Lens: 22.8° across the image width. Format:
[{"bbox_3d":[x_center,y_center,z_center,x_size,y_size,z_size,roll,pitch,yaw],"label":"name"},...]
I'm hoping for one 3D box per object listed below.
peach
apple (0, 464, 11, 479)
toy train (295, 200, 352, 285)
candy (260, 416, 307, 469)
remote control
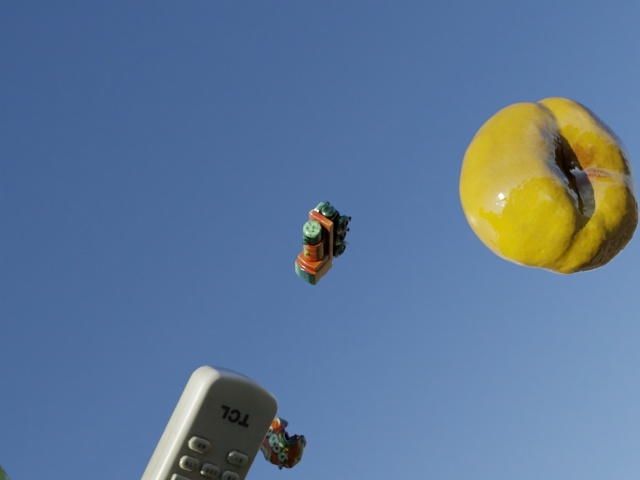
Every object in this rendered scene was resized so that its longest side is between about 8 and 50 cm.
[{"bbox_3d":[0.212,-0.051,1.464,0.179,0.179,0.103,-15,-15,-32],"label":"peach"},{"bbox_3d":[-0.350,0.267,1.296,0.246,0.226,0.246,-41,-15,-14],"label":"apple"},{"bbox_3d":[0.000,0.000,1.819,0.064,0.044,0.103,-44,-22,-25],"label":"toy train"},{"bbox_3d":[-0.040,0.222,1.689,0.049,0.056,0.185,-23,-11,-5],"label":"candy"},{"bbox_3d":[-0.101,0.192,1.252,0.087,0.029,0.190,29,-94,-42],"label":"remote control"}]
